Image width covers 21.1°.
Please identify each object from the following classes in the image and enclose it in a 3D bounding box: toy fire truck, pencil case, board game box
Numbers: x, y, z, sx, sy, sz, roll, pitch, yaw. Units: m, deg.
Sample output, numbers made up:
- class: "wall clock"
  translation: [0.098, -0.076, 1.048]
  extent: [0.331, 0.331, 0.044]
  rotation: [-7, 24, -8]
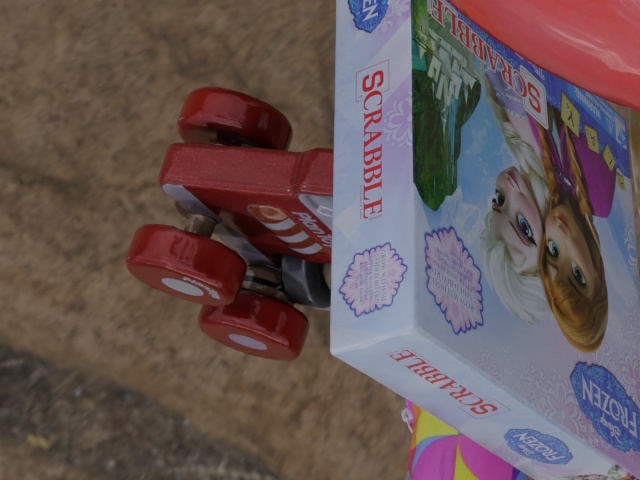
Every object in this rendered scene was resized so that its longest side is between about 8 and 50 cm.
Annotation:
- class: "toy fire truck"
  translation: [0.000, 0.000, 1.477]
  extent: [0.253, 0.302, 0.169]
  rotation: [8, 69, 32]
- class: "pencil case"
  translation: [0.100, 0.201, 1.235]
  extent: [0.104, 0.236, 0.104]
  rotation: [5, 147, 3]
- class: "board game box"
  translation: [0.124, -0.014, 1.185]
  extent: [0.066, 0.318, 0.318]
  rotation: [-19, 146, 31]

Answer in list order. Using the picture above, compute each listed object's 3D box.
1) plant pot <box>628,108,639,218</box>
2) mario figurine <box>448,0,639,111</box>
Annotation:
- class: "plant pot"
  translation: [0.386, -0.050, 1.938]
  extent: [0.032, 0.236, 0.236]
  rotation: [-9, 105, 17]
- class: "mario figurine"
  translation: [0.164, -0.146, 0.431]
  extent: [0.320, 0.198, 0.170]
  rotation: [-19, 60, 17]
